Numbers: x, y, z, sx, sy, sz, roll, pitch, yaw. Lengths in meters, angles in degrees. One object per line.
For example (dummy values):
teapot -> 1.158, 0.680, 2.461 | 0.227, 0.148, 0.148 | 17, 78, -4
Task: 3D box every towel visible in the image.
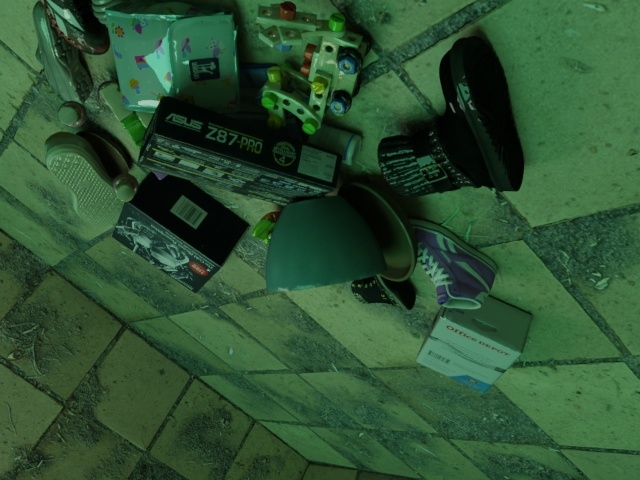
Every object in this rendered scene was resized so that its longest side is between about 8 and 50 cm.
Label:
towel -> -0.151, -0.294, 1.388 | 0.209, 0.034, 0.285 | 11, 143, 27

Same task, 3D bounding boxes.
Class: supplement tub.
supplement tub -> 0.032, -0.216, 1.311 | 0.107, 0.071, 0.071 | 22, 147, 13

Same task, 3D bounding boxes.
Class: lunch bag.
lunch bag -> -0.295, -0.386, 1.239 | 0.262, 0.160, 0.223 | 12, 127, 13

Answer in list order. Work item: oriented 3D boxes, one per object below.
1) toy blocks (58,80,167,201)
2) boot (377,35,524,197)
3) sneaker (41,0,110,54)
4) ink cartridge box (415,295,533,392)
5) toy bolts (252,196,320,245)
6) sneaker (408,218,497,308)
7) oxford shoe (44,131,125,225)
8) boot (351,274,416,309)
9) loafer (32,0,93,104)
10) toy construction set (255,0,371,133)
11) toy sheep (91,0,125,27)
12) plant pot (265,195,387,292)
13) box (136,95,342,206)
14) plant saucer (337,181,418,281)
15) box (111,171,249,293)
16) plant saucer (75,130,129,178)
toy blocks -> -0.463, -0.295, 1.516 | 0.288, 0.309, 0.260 | 59, 173, -21
boot -> 0.219, -0.209, 1.111 | 0.260, 0.131, 0.348 | 4, 140, 36
sneaker -> -0.561, -0.540, 1.308 | 0.135, 0.097, 0.276 | 3, 138, 40
ink cartridge box -> 0.420, 0.278, 1.637 | 0.223, 0.129, 0.307 | 24, 148, 10
toy bolts -> -0.040, -0.024, 1.633 | 0.218, 0.158, 0.228 | -42, 97, 16
sneaker -> 0.285, 0.064, 1.419 | 0.282, 0.161, 0.102 | 28, 150, 5
oxford shoe -> -0.743, -0.191, 1.872 | 0.449, 0.169, 0.130 | 83, 163, -61
boot -> 0.149, 0.112, 1.669 | 0.179, 0.085, 0.236 | -1, 137, 44
loafer -> -0.674, -0.473, 1.485 | 0.111, 0.112, 0.319 | 18, 148, 3
toy construction set -> -0.028, -0.335, 1.128 | 0.215, 0.151, 0.327 | 21, 159, 4
toy sheep -> -0.456, -0.510, 1.284 | 0.091, 0.091, 0.132 | 10, 147, 29
plant pot -> 0.000, 0.000, 1.391 | 0.290, 0.290, 0.195 | -9, 91, 46
box -> -0.193, -0.179, 1.317 | 0.395, 0.097, 0.318 | 14, 169, -21
plant saucer -> 0.141, -0.026, 1.432 | 0.278, 0.041, 0.278 | 42, 152, 29
box -> -0.453, -0.028, 1.871 | 0.343, 0.179, 0.312 | 36, 149, -10
plant saucer -> -0.678, -0.276, 1.839 | 0.199, 0.036, 0.198 | 21, 148, 14
